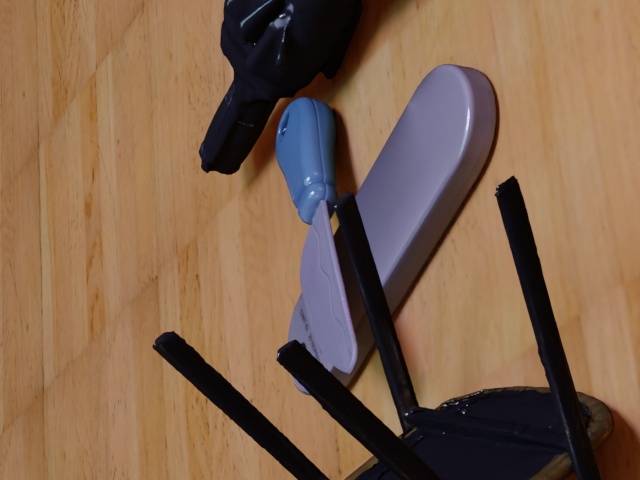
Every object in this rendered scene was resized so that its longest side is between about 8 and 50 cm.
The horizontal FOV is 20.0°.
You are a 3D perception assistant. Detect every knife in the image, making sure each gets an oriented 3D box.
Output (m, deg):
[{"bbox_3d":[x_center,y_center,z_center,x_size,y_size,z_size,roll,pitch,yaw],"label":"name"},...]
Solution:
[{"bbox_3d":[-0.001,0.001,1.107,0.058,0.032,0.244,-58,27,37],"label":"knife"}]

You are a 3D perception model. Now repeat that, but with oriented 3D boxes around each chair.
[{"bbox_3d":[0.052,0.117,0.884,0.247,0.172,0.159,58,156,-15],"label":"chair"}]

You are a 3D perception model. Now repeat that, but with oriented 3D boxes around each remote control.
[{"bbox_3d":[0.038,-0.002,1.082,0.245,0.022,0.077,-61,31,34],"label":"remote control"}]

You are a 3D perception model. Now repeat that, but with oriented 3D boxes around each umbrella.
[{"bbox_3d":[-0.008,-0.155,1.151,0.340,0.118,0.118,120,146,-46],"label":"umbrella"}]
